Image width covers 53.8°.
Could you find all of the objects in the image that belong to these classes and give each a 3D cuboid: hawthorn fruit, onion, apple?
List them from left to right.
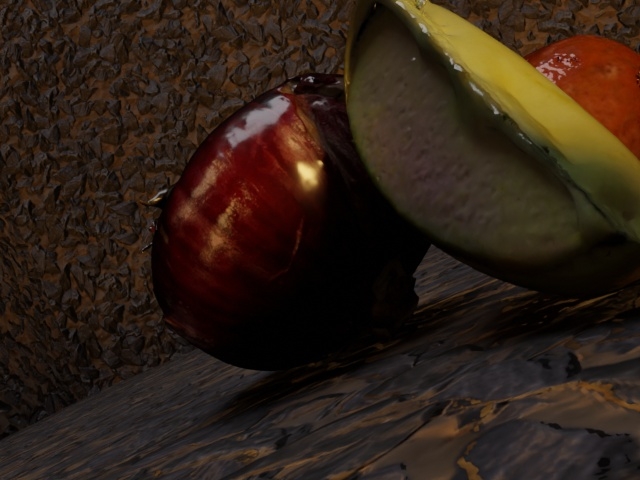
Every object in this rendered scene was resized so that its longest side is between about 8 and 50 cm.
[{"bbox_3d":[0.000,0.000,0.589,0.314,0.232,0.314,-40,-22,-19],"label":"onion"},{"bbox_3d":[0.123,-0.056,0.424,0.193,0.265,0.120,7,-49,-43],"label":"apple"},{"bbox_3d":[0.236,-0.087,0.685,0.299,0.211,0.211,-34,1,-20],"label":"hawthorn fruit"}]
